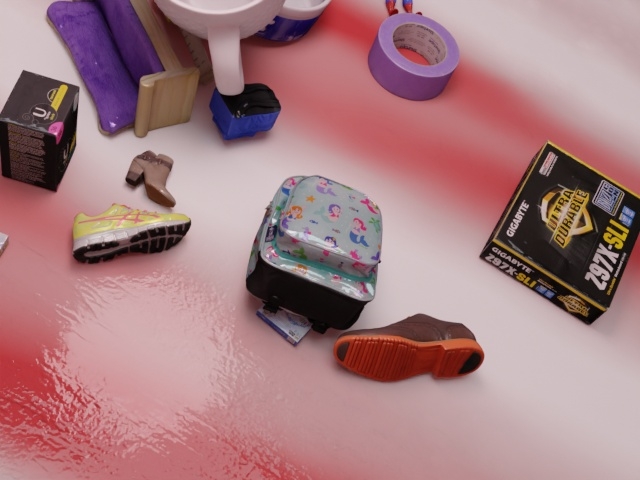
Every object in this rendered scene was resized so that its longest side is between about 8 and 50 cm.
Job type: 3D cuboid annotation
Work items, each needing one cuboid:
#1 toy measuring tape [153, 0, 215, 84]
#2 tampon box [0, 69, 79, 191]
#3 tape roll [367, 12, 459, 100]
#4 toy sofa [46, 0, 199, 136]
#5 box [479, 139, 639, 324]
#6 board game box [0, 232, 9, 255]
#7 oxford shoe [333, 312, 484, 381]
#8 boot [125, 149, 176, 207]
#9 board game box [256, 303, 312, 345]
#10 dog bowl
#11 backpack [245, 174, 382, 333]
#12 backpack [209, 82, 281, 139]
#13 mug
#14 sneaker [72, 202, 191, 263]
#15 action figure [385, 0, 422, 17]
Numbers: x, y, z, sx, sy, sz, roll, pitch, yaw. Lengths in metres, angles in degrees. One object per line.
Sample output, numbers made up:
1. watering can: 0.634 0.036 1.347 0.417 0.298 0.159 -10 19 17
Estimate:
1. toy measuring tape: -0.269 -0.473 1.817 0.121 0.121 0.330 -21 83 -28
2. tampon box: -0.483 -0.187 1.511 0.101 0.161 0.120 16 55 -7
3. tape roll: 0.204 -0.404 1.923 0.189 0.080 0.189 8 57 -13
4. toy sofa: -0.386 -0.383 1.678 0.177 0.150 0.363 -16 64 -27
5. box: 0.499 -0.022 1.770 0.257 0.079 0.322 34 54 4
6. board game box: -0.604 0.009 1.427 0.154 0.026 0.103 21 54 -3
7. oxford shoe: 0.146 0.180 1.529 0.271 0.097 0.098 7 36 -19
8. boot: -0.295 -0.118 1.601 0.118 0.042 0.087 32 52 4
9. board game box: -0.050 0.125 1.531 0.090 0.020 0.090 39 55 9
10. dog bowl: -0.107 -0.558 1.874 0.265 0.104 0.265 17 52 -23
11. backpack: 0.000 0.000 1.524 0.225 0.191 0.253 21 38 -8
12. backpack: -0.145 -0.252 1.698 0.120 0.101 0.098 -16 66 -30
13. mug: -0.178 -0.450 1.578 0.276 0.328 0.374 -5 90 -4
14. sneaker: -0.327 -0.029 1.508 0.208 0.081 0.094 -9 59 -22
15. action figure: 0.193 -0.647 2.049 0.091 0.139 0.280 5 54 -16
